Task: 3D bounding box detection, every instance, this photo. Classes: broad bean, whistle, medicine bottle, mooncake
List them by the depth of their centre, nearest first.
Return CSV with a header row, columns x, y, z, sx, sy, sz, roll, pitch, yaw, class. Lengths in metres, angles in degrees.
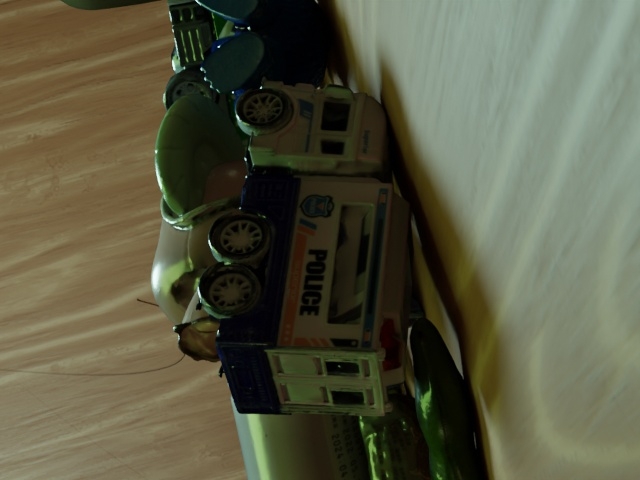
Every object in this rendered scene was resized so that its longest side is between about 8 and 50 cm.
x,y,z,sx,sy,sz,roll,pitch,yaw,class
0.108,0.179,1.158,0.060,0.043,0.297,-95,-7,-53,broad bean
0.068,0.055,1.355,0.176,0.033,0.033,-124,19,-80,whistle
0.082,0.212,1.438,0.130,0.073,0.125,-12,-89,-85,mooncake
-0.012,0.233,1.479,0.133,0.133,0.249,-127,26,-81,medicine bottle

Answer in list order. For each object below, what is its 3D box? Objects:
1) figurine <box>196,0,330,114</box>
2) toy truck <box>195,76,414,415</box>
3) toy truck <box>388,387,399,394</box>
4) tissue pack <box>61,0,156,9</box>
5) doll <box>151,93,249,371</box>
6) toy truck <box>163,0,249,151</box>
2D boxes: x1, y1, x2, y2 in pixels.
x,y,z,sx,sy,sz,roll,pitch,yaw,class
-0.040,-0.194,1.463,0.262,0.121,0.164,-31,-56,-73,figurine
0.000,0.000,1.150,0.124,0.155,0.268,80,-165,-55,toy truck
0.042,0.192,1.603,0.157,0.124,0.272,-122,17,-80,toy truck
-0.160,-0.388,1.160,0.277,0.267,0.387,-103,0,-79,tissue pack
-0.048,0.003,1.378,0.284,0.216,0.268,41,-143,-36,doll
-0.102,-0.233,1.662,0.176,0.178,0.363,-95,-7,-64,toy truck
